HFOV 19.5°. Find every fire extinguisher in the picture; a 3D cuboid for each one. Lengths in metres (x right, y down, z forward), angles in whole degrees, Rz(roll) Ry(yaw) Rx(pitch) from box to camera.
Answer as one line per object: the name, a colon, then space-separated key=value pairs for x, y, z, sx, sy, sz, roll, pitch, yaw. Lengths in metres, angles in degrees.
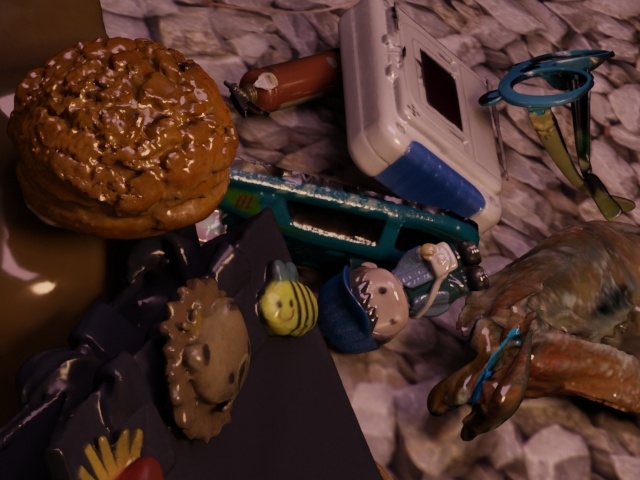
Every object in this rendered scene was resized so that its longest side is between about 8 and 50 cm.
fire extinguisher: x=-0.030 y=-0.154 z=1.868 sx=0.062 sy=0.050 sz=0.177 roll=41 pitch=39 yaw=26

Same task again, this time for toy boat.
toy boat: x=0.000 y=0.000 z=1.672 sx=0.299 sy=0.134 sz=0.092 roll=14 pitch=75 yaw=-21

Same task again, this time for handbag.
handbag: x=-0.073 y=0.170 z=1.230 sx=0.122 sy=0.329 sz=0.303 roll=-6 pitch=26 yaw=27

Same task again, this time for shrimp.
shrimp: x=0.242 y=0.095 z=1.714 sx=0.221 sy=0.110 sz=0.446 roll=51 pitch=37 yaw=15

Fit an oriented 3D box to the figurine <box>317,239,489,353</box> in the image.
figurine: x=0.067 y=0.042 z=1.627 sx=0.149 sy=0.086 sz=0.087 roll=-24 pitch=17 yaw=-14

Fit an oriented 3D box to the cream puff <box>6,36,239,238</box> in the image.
cream puff: x=-0.128 y=-0.074 z=1.227 sx=0.150 sy=0.115 sz=0.165 roll=16 pitch=25 yaw=-2

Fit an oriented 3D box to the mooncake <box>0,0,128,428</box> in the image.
mooncake: x=-0.318 y=-0.037 z=1.368 sx=0.467 sy=0.262 sz=0.467 roll=19 pitch=39 yaw=-16

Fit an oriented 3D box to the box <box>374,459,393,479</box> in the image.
box: x=0.011 y=0.207 z=1.469 sx=0.105 sy=0.037 sz=0.105 roll=18 pitch=37 yaw=-14

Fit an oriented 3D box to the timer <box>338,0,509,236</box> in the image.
timer: x=0.103 y=-0.128 z=1.856 sx=0.178 sy=0.078 sz=0.253 roll=36 pitch=31 yaw=-30

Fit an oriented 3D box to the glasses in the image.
glasses: x=0.279 y=-0.117 z=1.917 sx=0.207 sy=0.102 sz=0.239 roll=48 pitch=24 yaw=-5
